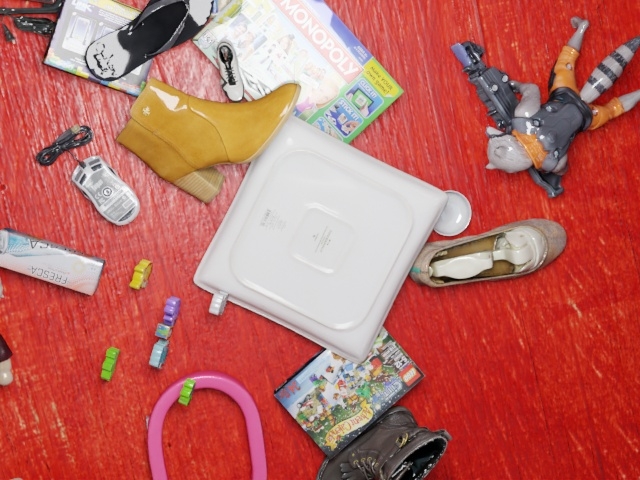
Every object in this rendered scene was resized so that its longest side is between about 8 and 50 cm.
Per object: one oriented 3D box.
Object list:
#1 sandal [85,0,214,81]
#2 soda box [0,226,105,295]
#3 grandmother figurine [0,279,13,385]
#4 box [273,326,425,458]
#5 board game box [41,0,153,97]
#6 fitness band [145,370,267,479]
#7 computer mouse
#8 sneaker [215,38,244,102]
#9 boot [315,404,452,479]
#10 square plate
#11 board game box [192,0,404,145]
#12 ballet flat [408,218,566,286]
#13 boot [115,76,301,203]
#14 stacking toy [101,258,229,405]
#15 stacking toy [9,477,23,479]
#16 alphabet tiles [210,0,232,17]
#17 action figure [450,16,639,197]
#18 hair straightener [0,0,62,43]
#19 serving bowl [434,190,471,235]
[{"bbox_3d":[-0.273,-0.350,1.535,0.254,0.054,0.097,-43,112,-10],"label":"sandal"},{"bbox_3d":[-0.468,0.036,1.593,0.183,0.058,0.063,19,93,-11],"label":"soda box"},{"bbox_3d":[-0.622,0.195,1.568,0.207,0.104,0.343,18,96,-19],"label":"grandmother figurine"},{"bbox_3d":[0.052,0.262,1.693,0.233,0.044,0.159,-41,94,-3],"label":"box"},{"bbox_3d":[-0.365,-0.335,1.558,0.170,0.048,0.141,18,92,-23],"label":"board game box"},{"bbox_3d":[-0.205,0.380,1.670,0.208,0.054,0.291,-8,98,-8],"label":"fitness band"},{"bbox_3d":[-0.391,-0.105,1.600,0.106,0.042,0.193,-41,94,-7],"label":"computer mouse"},{"bbox_3d":[-0.156,-0.286,1.568,0.040,0.044,0.109,-16,104,-1],"label":"sneaker"},{"bbox_3d":[0.102,0.400,1.628,0.263,0.229,0.091,-45,100,-2],"label":"boot"},{"bbox_3d":[0.000,0.000,1.618,0.343,0.049,0.347,26,97,-5],"label":"square plate"},{"bbox_3d":[-0.038,-0.305,1.613,0.213,0.046,0.317,-43,100,8],"label":"board game box"},{"bbox_3d":[0.317,0.032,1.685,0.315,0.106,0.108,-14,97,-7],"label":"ballet flat"},{"bbox_3d":[-0.194,-0.209,1.544,0.211,0.104,0.295,38,117,-18],"label":"boot"},{"bbox_3d":[-0.272,0.163,1.617,0.166,0.052,0.221,19,92,7],"label":"stacking toy"},{"bbox_3d":[-0.331,0.586,1.577,0.479,0.350,0.351,7,95,-24],"label":"stacking toy"},{"bbox_3d":[-0.189,-0.550,1.557,0.285,0.011,0.343,-4,110,-8],"label":"alphabet tiles"},{"bbox_3d":[0.400,-0.260,1.638,0.330,0.178,0.341,-46,102,-11],"label":"action figure"},{"bbox_3d":[-0.508,-0.376,1.558,0.230,0.047,0.089,4,101,-14],"label":"hair straightener"},{"bbox_3d":[0.235,-0.051,1.704,0.083,0.027,0.083,-1,95,-8],"label":"serving bowl"}]
